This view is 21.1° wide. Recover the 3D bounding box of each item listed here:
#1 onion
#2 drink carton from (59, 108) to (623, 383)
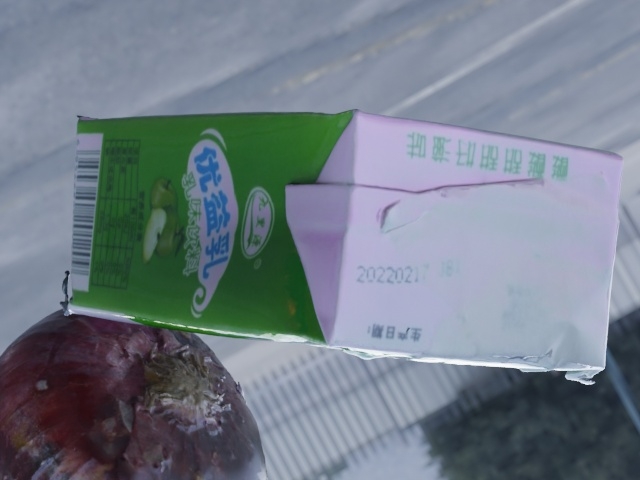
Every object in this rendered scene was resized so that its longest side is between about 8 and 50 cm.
[{"bbox_3d":[-0.157,0.167,1.355,0.246,0.246,0.190,-21,160,-51],"label":"onion"},{"bbox_3d":[0.000,0.000,0.833,0.161,0.108,0.271,6,180,-34],"label":"drink carton"}]
